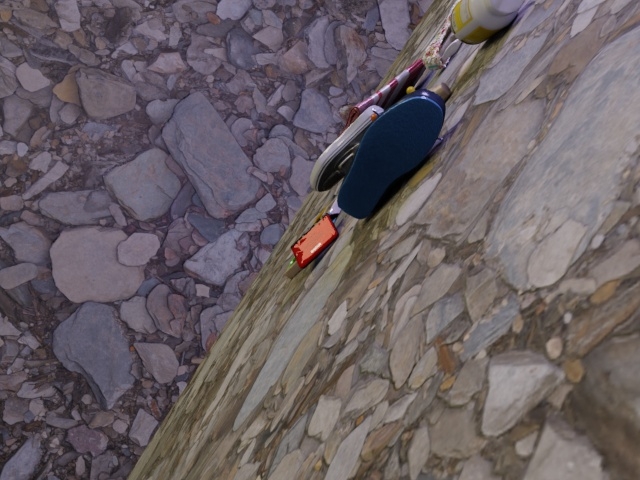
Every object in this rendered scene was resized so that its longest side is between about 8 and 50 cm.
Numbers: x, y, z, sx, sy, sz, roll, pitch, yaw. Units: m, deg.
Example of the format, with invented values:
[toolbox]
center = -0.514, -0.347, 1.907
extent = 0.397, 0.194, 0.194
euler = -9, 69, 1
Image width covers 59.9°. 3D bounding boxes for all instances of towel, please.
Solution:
[towel]
center = 0.197, -0.442, 1.729
extent = 0.329, 0.037, 0.237
euler = -40, -4, -19

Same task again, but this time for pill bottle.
[pill bottle]
center = 0.342, -0.475, 1.138
extent = 0.103, 0.103, 0.184
euler = -56, 8, 1

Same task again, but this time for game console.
[game console]
center = 0.000, 0.000, 1.482
extent = 0.144, 0.085, 0.124
euler = -44, 49, 20

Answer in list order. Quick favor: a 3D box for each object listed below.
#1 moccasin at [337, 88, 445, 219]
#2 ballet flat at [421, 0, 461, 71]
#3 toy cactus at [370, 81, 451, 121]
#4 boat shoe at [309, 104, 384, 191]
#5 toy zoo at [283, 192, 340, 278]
[moccasin]
center = 0.130, -0.184, 1.114
extent = 0.342, 0.138, 0.117
euler = -46, 8, 48
[ballet flat]
center = 0.372, -0.569, 1.527
extent = 0.241, 0.091, 0.077
euler = -59, 38, 4
[toy cactus]
center = 0.215, -0.302, 1.278
extent = 0.180, 0.112, 0.219
euler = -36, 10, 40
[boat shoe]
center = 0.091, -0.244, 1.653
extent = 0.121, 0.119, 0.335
euler = -16, -26, -51
[toy zoo]
center = -0.005, -0.032, 1.702
extent = 0.293, 0.030, 0.192
euler = -61, 9, -34
